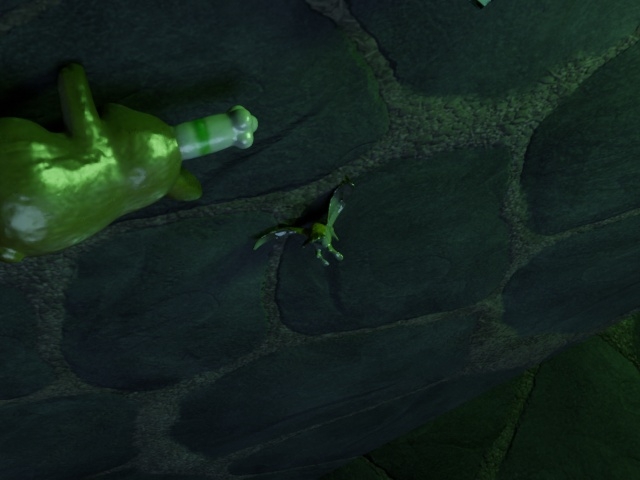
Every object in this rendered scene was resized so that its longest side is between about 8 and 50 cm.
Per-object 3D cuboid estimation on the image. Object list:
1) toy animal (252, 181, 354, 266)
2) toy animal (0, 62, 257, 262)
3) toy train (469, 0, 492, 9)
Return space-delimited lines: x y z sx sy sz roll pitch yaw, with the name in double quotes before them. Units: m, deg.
"toy animal" 0.000 0.000 1.449 0.219 0.095 0.155 -27 146 16
"toy animal" -0.275 -0.108 1.054 0.363 0.180 0.181 -28 166 -33
"toy train" 0.083 -0.378 0.858 0.088 0.086 0.407 -35 147 28
